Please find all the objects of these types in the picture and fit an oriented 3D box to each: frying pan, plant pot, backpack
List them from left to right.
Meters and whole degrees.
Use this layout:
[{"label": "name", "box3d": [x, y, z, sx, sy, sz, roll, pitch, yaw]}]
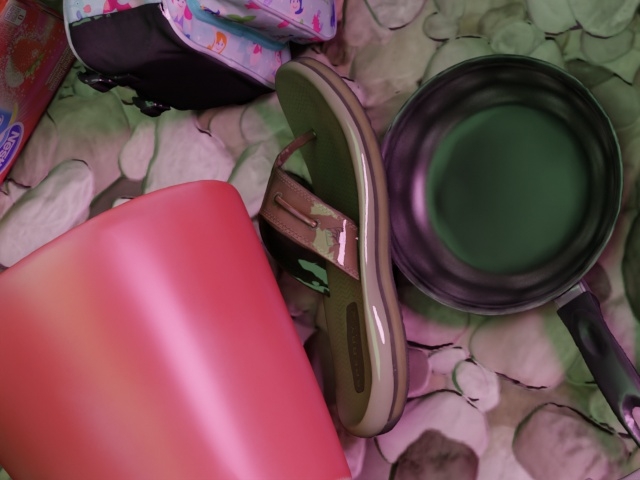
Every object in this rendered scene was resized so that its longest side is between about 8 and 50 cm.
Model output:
[{"label": "plant pot", "box3d": [-0.119, 0.128, 1.348, 0.275, 0.275, 0.243, -36, 76, 16]}, {"label": "backpack", "box3d": [-0.102, -0.250, 1.419, 0.191, 0.225, 0.253, -15, 76, 22]}, {"label": "frying pan", "box3d": [0.183, -0.006, 1.329, 0.326, 0.053, 0.197, 36, 100, 23]}]

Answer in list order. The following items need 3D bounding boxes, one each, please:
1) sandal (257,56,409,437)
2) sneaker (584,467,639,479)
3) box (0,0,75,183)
[{"label": "sandal", "box3d": [0.001, 0.001, 1.370, 0.086, 0.120, 0.302, -5, 75, -17]}, {"label": "sneaker", "box3d": [0.165, 0.236, 1.274, 0.271, 0.100, 0.108, -28, 48, 25]}, {"label": "box", "box3d": [-0.337, -0.114, 1.565, 0.128, 0.122, 0.257, 34, 96, 28]}]
